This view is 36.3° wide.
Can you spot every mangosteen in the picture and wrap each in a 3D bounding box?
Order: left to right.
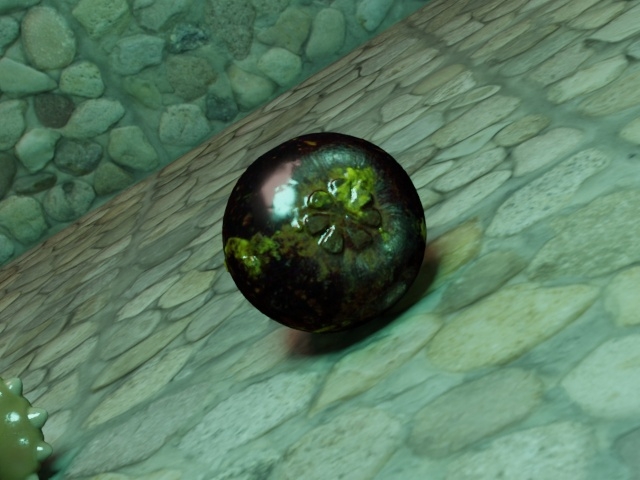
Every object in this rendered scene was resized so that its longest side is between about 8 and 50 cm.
[{"bbox_3d":[0.000,0.000,0.940,0.192,0.192,0.217,-38,-6,-15],"label":"mangosteen"}]

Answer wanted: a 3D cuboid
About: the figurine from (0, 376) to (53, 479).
[{"bbox_3d":[-0.365,0.199,0.981,0.173,0.177,0.247,-54,-18,-34],"label":"figurine"}]
